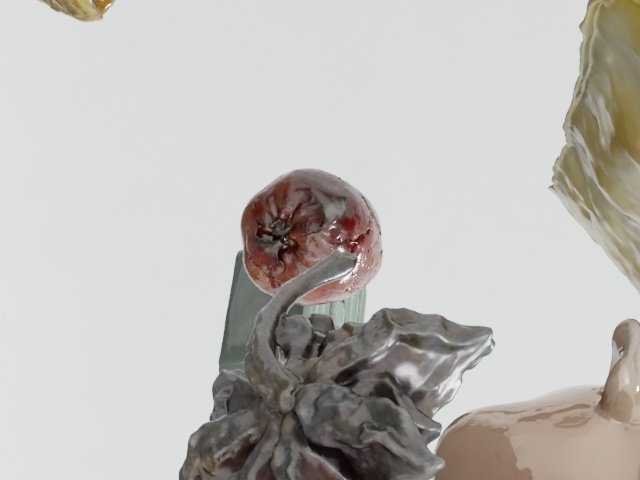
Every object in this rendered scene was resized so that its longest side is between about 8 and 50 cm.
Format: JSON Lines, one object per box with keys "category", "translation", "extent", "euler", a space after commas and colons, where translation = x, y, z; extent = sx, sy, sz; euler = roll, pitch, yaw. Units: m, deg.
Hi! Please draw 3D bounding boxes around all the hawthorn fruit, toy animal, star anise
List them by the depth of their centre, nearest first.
{"category": "star anise", "translation": [-0.004, 0.092, 0.835], "extent": [0.089, 0.209, 0.231], "euler": [51, 3, -36]}
{"category": "toy animal", "translation": [0.181, 0.224, 1.021], "extent": [0.237, 0.269, 0.326], "euler": [56, -9, -22]}
{"category": "hawthorn fruit", "translation": [0.000, 0.000, 1.551], "extent": [0.172, 0.148, 0.148], "euler": [9, 83, -56]}

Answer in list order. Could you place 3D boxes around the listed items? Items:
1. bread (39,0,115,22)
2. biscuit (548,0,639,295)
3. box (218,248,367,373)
{"category": "bread", "translation": [-0.254, -0.256, 1.442], "extent": [0.053, 0.132, 0.074], "euler": [-48, 142, -17]}
{"category": "biscuit", "translation": [0.352, 0.000, 1.233], "extent": [0.446, 0.104, 0.429], "euler": [52, -12, 26]}
{"category": "box", "translation": [-0.035, 0.110, 1.910], "extent": [0.163, 0.135, 0.243], "euler": [55, 35, -49]}
